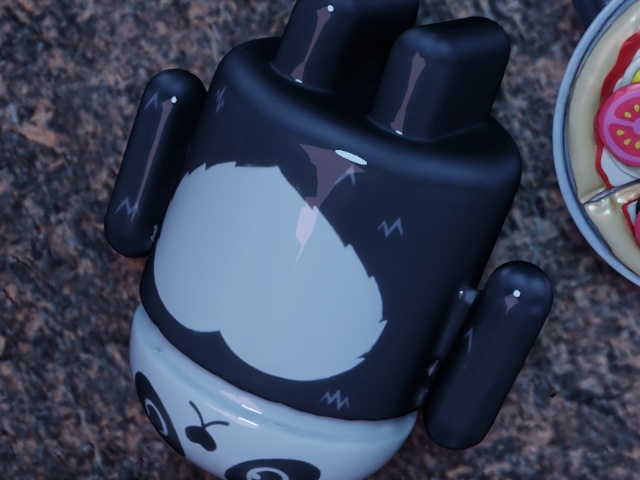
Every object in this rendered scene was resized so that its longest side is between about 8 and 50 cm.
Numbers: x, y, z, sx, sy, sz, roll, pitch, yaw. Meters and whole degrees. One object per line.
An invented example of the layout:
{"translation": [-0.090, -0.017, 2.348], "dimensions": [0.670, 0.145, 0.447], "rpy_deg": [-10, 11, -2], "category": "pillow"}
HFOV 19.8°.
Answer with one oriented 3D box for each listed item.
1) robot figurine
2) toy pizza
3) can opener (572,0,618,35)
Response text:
{"translation": [0.000, 0.001, 0.968], "dimensions": [0.278, 0.173, 0.209], "rpy_deg": [-69, 29, 21], "category": "robot figurine"}
{"translation": [0.215, -0.051, 0.896], "dimensions": [0.201, 0.032, 0.201], "rpy_deg": [0, 114, 0], "category": "toy pizza"}
{"translation": [0.150, -0.172, 0.928], "dimensions": [0.059, 0.073, 0.186], "rpy_deg": [-22, 84, 35], "category": "can opener"}
